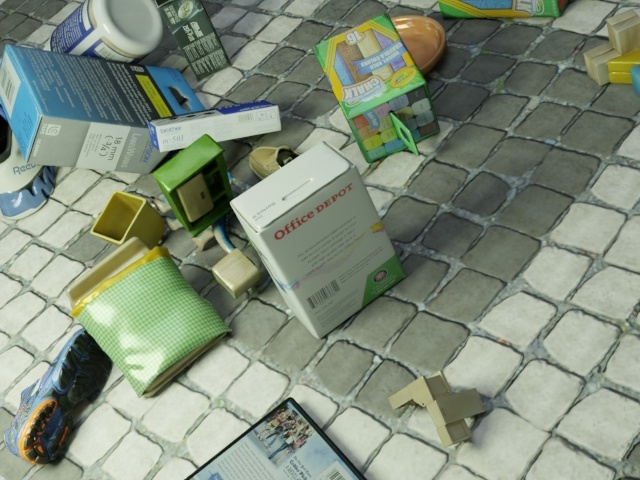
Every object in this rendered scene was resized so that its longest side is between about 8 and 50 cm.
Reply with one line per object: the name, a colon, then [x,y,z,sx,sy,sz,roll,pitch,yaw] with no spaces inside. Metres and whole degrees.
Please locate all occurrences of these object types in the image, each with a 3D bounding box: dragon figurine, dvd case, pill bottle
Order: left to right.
pill bottle: [-0.439,-0.383,1.883,0.265,0.153,0.153,-24,34,42]
dragon figurine: [-0.167,-0.065,1.518,0.144,0.085,0.289,-43,42,-18]
dvd case: [-0.086,0.314,1.133,0.253,0.022,0.180,-37,41,-12]

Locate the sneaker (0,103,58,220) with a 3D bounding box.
sneaker: [-0.562,-0.208,1.797,0.128,0.182,0.315,-13,43,14]

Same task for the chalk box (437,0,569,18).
chalk box: [0.346,-0.499,1.633,0.289,0.179,0.180,10,52,34]

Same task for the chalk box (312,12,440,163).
chalk box: [0.095,-0.217,1.485,0.132,0.132,0.213,-24,56,3]

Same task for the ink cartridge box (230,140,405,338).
ink cartridge box: [0.000,0.000,1.267,0.154,0.212,0.093,-35,42,-9]

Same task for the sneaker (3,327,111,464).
sneaker: [-0.375,0.209,1.351,0.087,0.083,0.221,-5,41,34]

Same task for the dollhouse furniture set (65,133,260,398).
dollhouse furniture set: [-0.200,0.038,1.326,0.301,0.151,0.197,-40,68,-14]

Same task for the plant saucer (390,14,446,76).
plant saucer: [0.123,-0.317,1.665,0.200,0.037,0.200,-14,42,13]

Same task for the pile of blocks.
pile of blocks: [0.540,-0.265,1.338,0.362,0.112,0.149,4,49,31]

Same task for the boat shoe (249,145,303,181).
boat shoe: [-0.053,-0.124,1.528,0.190,0.072,0.068,24,62,42]

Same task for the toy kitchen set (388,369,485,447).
toy kitchen set: [0.141,0.202,1.131,0.068,0.075,0.083,-9,68,-37]

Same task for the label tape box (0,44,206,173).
label tape box: [-0.380,-0.228,1.718,0.334,0.105,0.240,3,37,-35]

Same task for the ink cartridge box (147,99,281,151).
ink cartridge box: [-0.179,-0.194,1.615,0.207,0.046,0.097,-12,17,-16]

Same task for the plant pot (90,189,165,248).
plant pot: [-0.298,-0.020,1.534,0.081,0.083,0.081,17,73,39]

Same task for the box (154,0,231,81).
box: [-0.255,-0.426,1.863,0.078,0.180,0.147,-26,41,1]
